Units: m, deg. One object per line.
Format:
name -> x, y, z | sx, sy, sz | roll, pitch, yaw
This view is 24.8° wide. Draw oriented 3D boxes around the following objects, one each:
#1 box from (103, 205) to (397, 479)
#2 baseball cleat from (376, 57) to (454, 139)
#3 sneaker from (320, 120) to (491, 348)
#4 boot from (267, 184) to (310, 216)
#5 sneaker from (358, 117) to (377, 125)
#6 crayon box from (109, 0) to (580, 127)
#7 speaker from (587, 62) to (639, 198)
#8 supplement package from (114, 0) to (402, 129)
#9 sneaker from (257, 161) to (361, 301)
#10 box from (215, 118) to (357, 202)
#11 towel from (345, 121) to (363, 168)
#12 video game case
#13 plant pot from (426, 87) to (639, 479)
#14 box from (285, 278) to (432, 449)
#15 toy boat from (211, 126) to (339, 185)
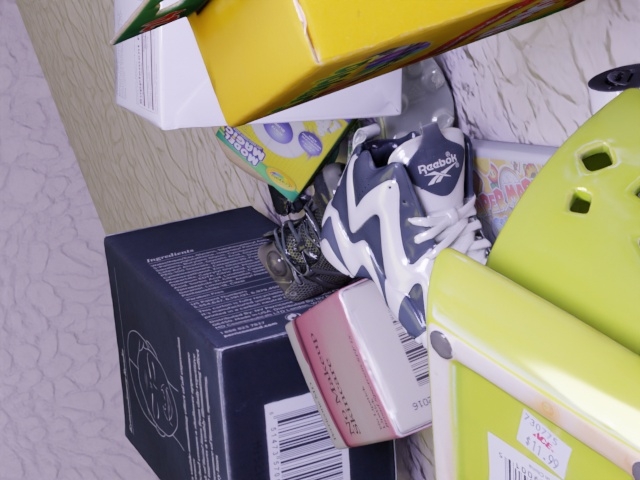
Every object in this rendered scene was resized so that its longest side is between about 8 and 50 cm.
box -> -0.090, 0.166, 1.743 | 0.395, 0.212, 0.293 | 35, 134, 57
baseball cleat -> 0.079, -0.074, 1.267 | 0.109, 0.072, 0.206 | -141, 36, -65
sneaker -> 0.098, -0.011, 1.144 | 0.235, 0.094, 0.153 | 42, 138, 38
boot -> -0.056, -0.087, 1.728 | 0.121, 0.045, 0.099 | 33, 144, 62
sneaker -> 0.062, -0.111, 1.329 | 0.098, 0.038, 0.069 | 110, 137, -66
crayon box -> 0.053, -0.148, 0.824 | 0.081, 0.318, 0.202 | 70, 164, -2
speaker -> 0.207, -0.043, 0.927 | 0.055, 0.055, 0.136 | 33, 140, 63
supplement package -> -0.052, -0.232, 1.156 | 0.145, 0.204, 0.261 | -149, 57, -64
sneaker -> 0.000, 0.000, 1.400 | 0.227, 0.130, 0.087 | 63, -176, -74
box -> -0.032, -0.111, 1.365 | 0.105, 0.043, 0.179 | 41, 146, 3
towel -> 0.052, -0.041, 1.342 | 0.113, 0.023, 0.152 | 63, -170, -16
video game case -> 0.183, 0.025, 1.134 | 0.227, 0.026, 0.206 | 18, 127, 69
plant pot -> 0.187, 0.086, 0.799 | 0.228, 0.207, 0.227 | 33, 143, 37
box -> 0.069, 0.111, 1.419 | 0.148, 0.127, 0.232 | 67, 163, 5
toy boat -> -0.083, -0.208, 1.536 | 0.318, 0.148, 0.267 | 35, 148, 50
